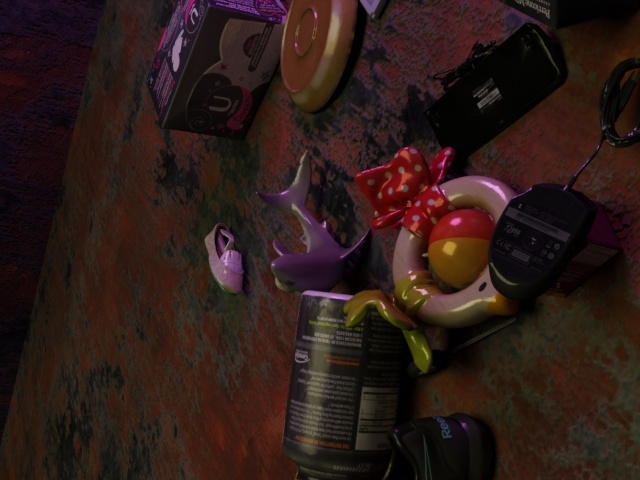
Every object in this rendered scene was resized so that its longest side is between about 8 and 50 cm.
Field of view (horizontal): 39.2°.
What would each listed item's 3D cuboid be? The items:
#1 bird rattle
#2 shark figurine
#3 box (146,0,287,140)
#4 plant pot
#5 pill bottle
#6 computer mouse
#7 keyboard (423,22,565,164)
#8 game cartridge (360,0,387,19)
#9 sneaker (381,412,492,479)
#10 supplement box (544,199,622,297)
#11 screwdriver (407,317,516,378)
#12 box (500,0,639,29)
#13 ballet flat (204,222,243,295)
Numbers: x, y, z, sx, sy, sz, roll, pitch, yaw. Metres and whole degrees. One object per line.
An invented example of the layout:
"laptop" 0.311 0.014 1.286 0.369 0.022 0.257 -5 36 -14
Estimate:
"bird rattle" 0.134 0.010 0.948 0.207 0.143 0.253 -9 53 42
"shark figurine" 0.010 -0.001 1.201 0.116 0.166 0.278 -40 24 17
"box" -0.174 -0.313 1.531 0.247 0.163 0.142 -59 38 35
"plant pot" -0.011 -0.310 1.349 0.236 0.032 0.236 -173 90 -65
"pill bottle" 0.025 0.186 1.046 0.130 0.130 0.245 2 83 62
"computer mouse" 0.224 -0.052 0.778 0.071 0.041 0.242 32 85 34
"keyboard" 0.186 -0.167 0.969 0.192 0.038 0.100 -38 73 51
"game cartridge" 0.074 -0.347 1.235 0.056 0.017 0.083 -65 32 35
"sneaker" 0.092 0.303 0.917 0.101 0.106 0.267 16 97 61
"supplement box" 0.224 0.007 0.820 0.083 0.043 0.055 -51 39 42
"screwdriver" 0.151 0.116 0.957 0.170 0.024 0.025 -31 85 47
"box" 0.211 -0.297 0.820 0.156 0.093 0.158 -127 23 -54
"ballet flat" -0.162 0.026 1.528 0.052 0.057 0.168 -57 35 20
